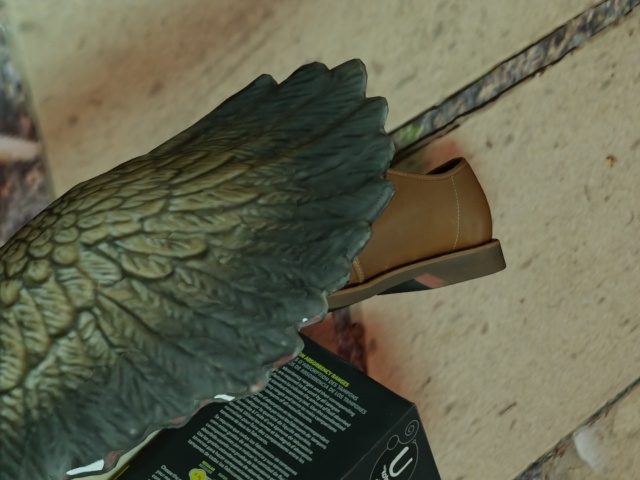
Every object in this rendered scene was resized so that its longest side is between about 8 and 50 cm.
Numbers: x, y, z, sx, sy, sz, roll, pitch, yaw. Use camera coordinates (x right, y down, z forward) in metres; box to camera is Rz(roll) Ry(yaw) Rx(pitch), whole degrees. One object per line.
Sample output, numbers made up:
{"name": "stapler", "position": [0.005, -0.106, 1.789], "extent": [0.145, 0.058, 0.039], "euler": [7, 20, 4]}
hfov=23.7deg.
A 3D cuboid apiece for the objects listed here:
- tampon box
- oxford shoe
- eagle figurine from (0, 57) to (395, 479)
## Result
{"name": "tampon box", "position": [-0.027, 0.148, 0.783], "extent": [0.161, 0.101, 0.120], "euler": [-42, 139, -21]}
{"name": "oxford shoe", "position": [0.000, 0.000, 0.761], "extent": [0.212, 0.076, 0.076], "euler": [-14, 94, -39]}
{"name": "eagle figurine", "position": [-0.148, 0.026, 0.514], "extent": [0.226, 0.225, 0.298], "euler": [17, 112, -41]}
